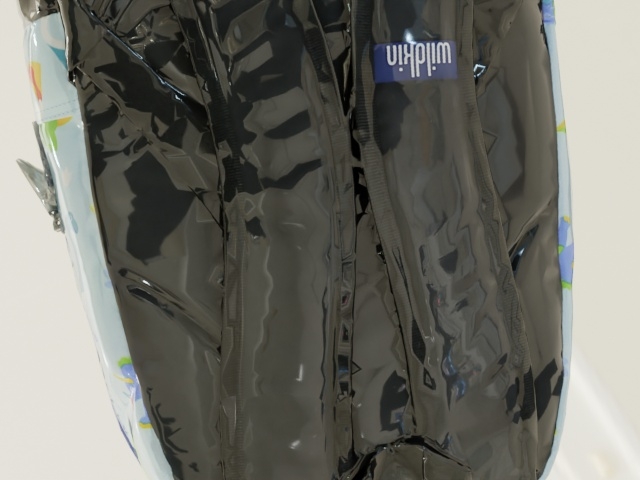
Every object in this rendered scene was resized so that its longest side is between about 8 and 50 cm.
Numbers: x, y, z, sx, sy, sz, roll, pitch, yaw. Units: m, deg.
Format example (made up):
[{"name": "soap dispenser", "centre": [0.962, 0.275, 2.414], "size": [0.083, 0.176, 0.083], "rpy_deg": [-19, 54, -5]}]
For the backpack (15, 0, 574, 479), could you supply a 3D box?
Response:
[{"name": "backpack", "centre": [0.000, 0.000, 0.811], "size": [0.273, 0.290, 0.356], "rpy_deg": [139, 117, -72]}]
